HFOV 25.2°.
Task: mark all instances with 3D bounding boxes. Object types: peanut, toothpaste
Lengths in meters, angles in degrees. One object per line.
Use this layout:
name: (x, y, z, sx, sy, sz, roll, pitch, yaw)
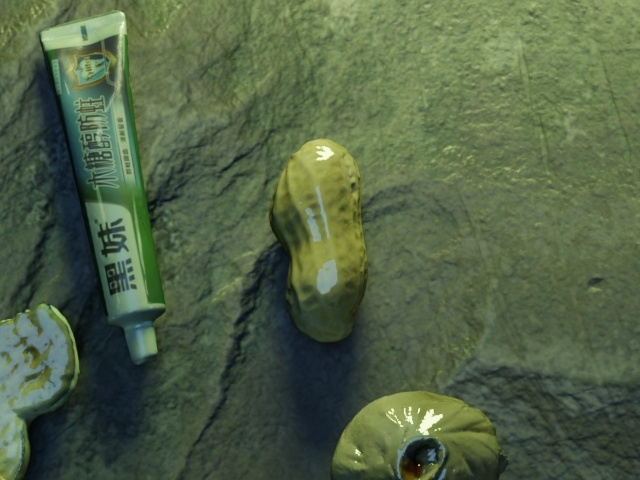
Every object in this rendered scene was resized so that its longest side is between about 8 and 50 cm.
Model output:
peanut: (0.000, 0.000, 1.494, 0.098, 0.090, 0.214, -4, 79, -11)
toothpaste: (-0.222, -0.059, 1.529, 0.099, 0.061, 0.392, -13, 78, 3)

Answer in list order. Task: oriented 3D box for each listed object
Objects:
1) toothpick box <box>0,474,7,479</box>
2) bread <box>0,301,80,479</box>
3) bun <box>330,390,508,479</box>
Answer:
toothpick box: (-0.482, 0.207, 1.397, 0.308, 0.187, 0.190, 36, 100, 13)
bread: (-0.354, 0.162, 1.493, 0.172, 0.064, 0.232, 25, 82, 3)
bun: (0.099, 0.229, 1.436, 0.166, 0.113, 0.173, 42, 86, 9)
